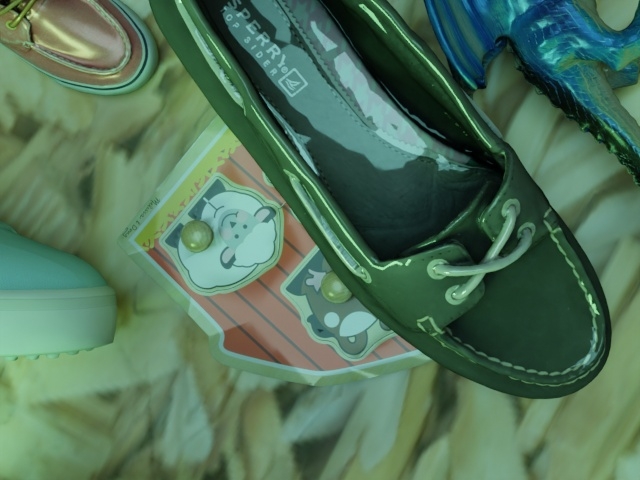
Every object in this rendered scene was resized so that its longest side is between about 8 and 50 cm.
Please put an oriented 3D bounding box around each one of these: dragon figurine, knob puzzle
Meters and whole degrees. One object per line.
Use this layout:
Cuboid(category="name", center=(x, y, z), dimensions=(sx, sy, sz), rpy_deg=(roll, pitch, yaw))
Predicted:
Cuboid(category="dragon figurine", center=(0.100, -0.122, 0.487), dimensions=(0.143, 0.085, 0.289), rpy_deg=(-11, 88, 9))
Cuboid(category="knob puzzle", center=(0.000, 0.000, 0.531), dimensions=(0.213, 0.030, 0.213), rpy_deg=(0, 90, 8))

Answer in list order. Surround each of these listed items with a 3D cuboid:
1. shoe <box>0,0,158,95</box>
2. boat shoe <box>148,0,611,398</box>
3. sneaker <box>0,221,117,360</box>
Cuboid(category="shoe", center=(-0.183, -0.143, 0.531), dimensions=(0.178, 0.081, 0.064), rpy_deg=(31, 95, 7))
Cuboid(category="boat shoe", center=(0.029, -0.042, 0.467), dimensions=(0.112, 0.095, 0.335), rpy_deg=(-42, 91, -1))
Cuboid(category="sneaker", center=(-0.282, -0.033, 0.521), dimensions=(0.365, 0.135, 0.150), rpy_deg=(14, 95, 7))
